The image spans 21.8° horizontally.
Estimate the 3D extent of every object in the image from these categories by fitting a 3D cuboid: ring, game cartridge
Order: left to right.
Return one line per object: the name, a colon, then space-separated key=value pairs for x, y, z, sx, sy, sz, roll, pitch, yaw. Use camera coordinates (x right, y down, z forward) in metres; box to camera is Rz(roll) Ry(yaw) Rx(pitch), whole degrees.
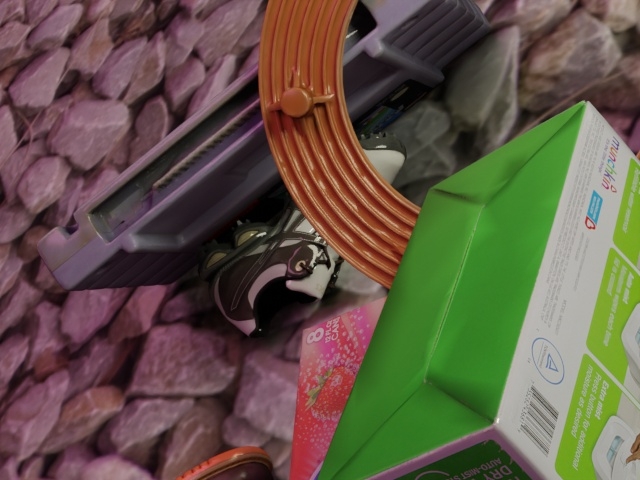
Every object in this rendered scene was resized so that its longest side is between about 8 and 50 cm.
game cartridge: x=-0.032 y=-0.081 z=1.291 sx=0.355 sy=0.230 sz=0.068 roll=-38 pitch=76 yaw=13
ring: x=0.119 y=-0.116 z=1.120 sx=0.336 sy=0.337 sz=0.032 roll=-39 pitch=-5 yaw=11

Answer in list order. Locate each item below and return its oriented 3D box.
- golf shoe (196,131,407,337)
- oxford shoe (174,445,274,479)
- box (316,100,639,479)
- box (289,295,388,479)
golf shoe: x=0.000 y=0.000 z=1.305 sx=0.198 sy=0.077 sz=0.094 roll=-40 pitch=56 yaw=13
oxford shoe: x=-0.113 y=0.264 z=1.172 sx=0.271 sy=0.097 sz=0.098 roll=-50 pitch=56 yaw=5
box: x=0.145 y=0.100 z=0.874 sx=0.126 sy=0.231 sz=0.262 roll=-29 pitch=24 yaw=35
box: x=0.075 y=0.183 z=0.998 sx=0.154 sy=0.142 sz=0.300 roll=-23 pitch=44 yaw=32
